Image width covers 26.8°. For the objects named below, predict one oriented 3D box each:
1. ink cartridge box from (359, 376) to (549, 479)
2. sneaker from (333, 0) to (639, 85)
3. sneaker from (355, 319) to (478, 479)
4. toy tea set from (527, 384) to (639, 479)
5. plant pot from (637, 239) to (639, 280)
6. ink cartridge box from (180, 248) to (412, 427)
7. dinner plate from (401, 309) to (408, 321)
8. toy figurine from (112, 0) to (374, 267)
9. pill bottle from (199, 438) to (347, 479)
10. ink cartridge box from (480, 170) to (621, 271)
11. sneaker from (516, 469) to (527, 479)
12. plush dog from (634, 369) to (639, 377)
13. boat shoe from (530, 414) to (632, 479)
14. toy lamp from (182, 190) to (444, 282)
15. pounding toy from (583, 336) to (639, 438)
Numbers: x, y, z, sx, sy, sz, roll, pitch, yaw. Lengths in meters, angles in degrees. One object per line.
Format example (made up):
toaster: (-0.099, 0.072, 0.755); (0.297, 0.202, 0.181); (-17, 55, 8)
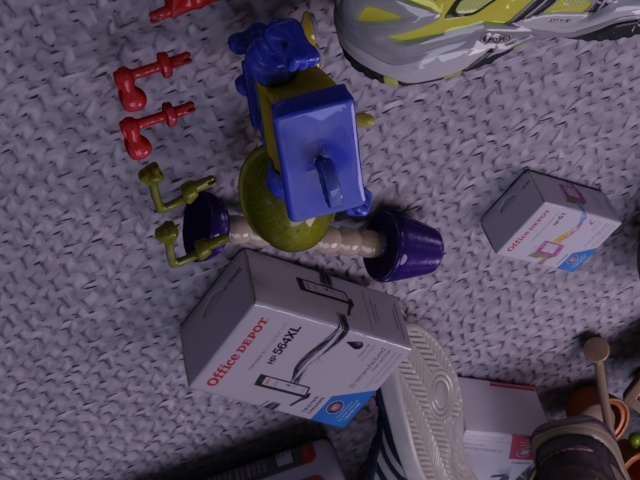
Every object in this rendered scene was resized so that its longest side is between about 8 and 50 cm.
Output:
ink cartridge box: (0.176, 0.282, 1.765); (0.159, 0.092, 0.218); (10, 134, -32)
sneaker: (0.193, -0.248, 1.107); (0.385, 0.145, 0.147); (-21, 142, -2)
sneaker: (0.095, 0.253, 1.605); (0.148, 0.131, 0.350); (1, 117, 37)
toy tea set: (0.403, 0.355, 1.833); (0.200, 0.124, 0.336); (-39, 122, -5)
plant pot: (0.492, 0.027, 1.508); (0.229, 0.263, 0.263); (-24, 145, 32)
ink cartridge box: (-0.029, 0.109, 1.455); (0.203, 0.086, 0.148); (17, 128, -29)
dinner plate: (0.032, 0.109, 1.556); (0.141, 0.017, 0.141); (-12, 140, -10)
toy figurine: (-0.044, -0.067, 1.101); (0.191, 0.217, 0.362); (-19, 131, -15)
pill bottle: (-0.125, 0.400, 1.676); (0.363, 0.210, 0.210); (-19, 141, -1)
ink cartridge box: (0.252, -0.019, 1.474); (0.122, 0.052, 0.088); (13, 131, -33)
sneaker: (0.242, 0.326, 1.873); (0.054, 0.061, 0.152); (32, 144, -16)
plush dog: (0.545, 0.266, 1.799); (0.211, 0.225, 0.262); (7, 134, -30)
boat shoe: (0.365, 0.378, 1.699); (0.132, 0.130, 0.355); (-25, 119, 26)
toy lamp: (0.000, 0.000, 1.365); (0.275, 0.080, 0.080); (4, 135, -28)
pounding toy: (0.428, 0.187, 1.725); (0.181, 0.206, 0.094); (-54, 170, 7)
